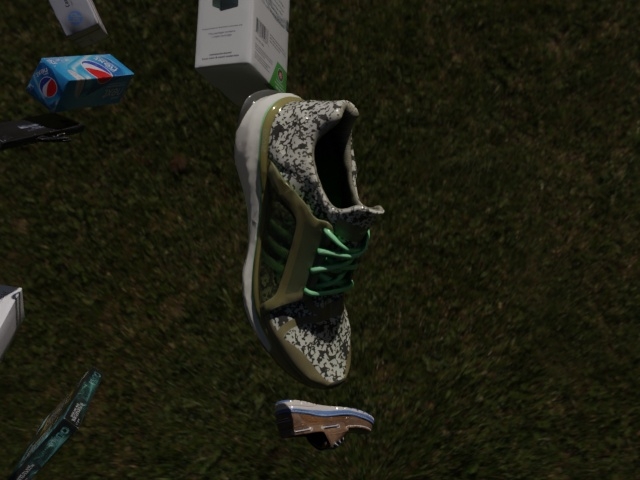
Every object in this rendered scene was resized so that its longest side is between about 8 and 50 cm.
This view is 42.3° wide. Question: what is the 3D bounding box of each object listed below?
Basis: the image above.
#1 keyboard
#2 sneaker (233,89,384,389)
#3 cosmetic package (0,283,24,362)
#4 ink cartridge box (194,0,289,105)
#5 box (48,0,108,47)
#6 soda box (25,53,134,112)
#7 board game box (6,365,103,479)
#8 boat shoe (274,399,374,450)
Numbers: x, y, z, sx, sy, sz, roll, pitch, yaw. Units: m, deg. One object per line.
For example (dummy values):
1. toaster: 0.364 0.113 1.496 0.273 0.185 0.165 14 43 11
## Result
1. keyboard: -0.486 -0.182 1.414 0.108 0.180 0.023 23 118 24
2. sneaker: 0.000 0.000 1.071 0.158 0.182 0.410 -15 99 -42
3. cosmetic package: -0.719 0.210 1.423 0.284 0.097 0.377 13 40 -3
4. ink cartridge box: -0.108 -0.319 1.195 0.087 0.153 0.208 -2 77 17
5. box: -0.276 -0.282 0.873 0.038 0.186 0.145 -25 104 -5
6. soda box: -0.430 -0.287 1.495 0.067 0.210 0.071 38 113 6
7. board game box: -0.378 0.266 1.192 0.026 0.186 0.126 41 98 -11
8. boat shoe: 0.006 0.304 1.334 0.183 0.066 0.066 13 62 -27
